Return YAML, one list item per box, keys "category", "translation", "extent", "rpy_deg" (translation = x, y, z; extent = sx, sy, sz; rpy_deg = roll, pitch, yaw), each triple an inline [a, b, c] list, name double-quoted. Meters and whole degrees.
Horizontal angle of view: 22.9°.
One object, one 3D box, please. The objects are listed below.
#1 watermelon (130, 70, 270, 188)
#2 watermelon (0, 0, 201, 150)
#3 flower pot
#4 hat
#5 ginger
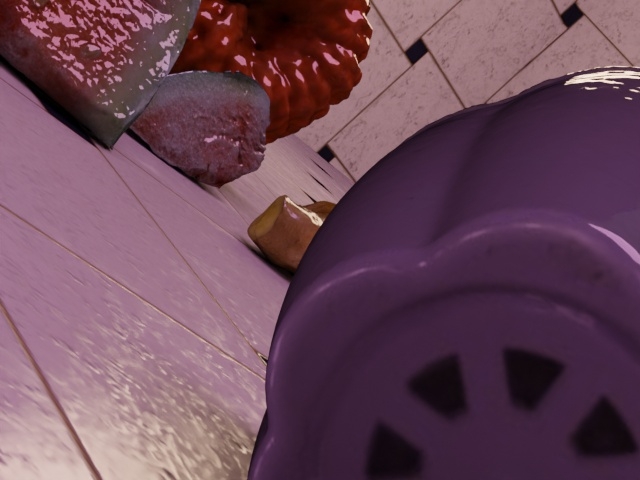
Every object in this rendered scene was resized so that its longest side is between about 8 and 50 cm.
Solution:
- category: "watermelon"
  translation: [-0.122, -0.104, 1.420]
  extent: [0.180, 0.081, 0.094]
  rpy_deg: [15, 57, -42]
- category: "watermelon"
  translation: [-0.227, -0.192, 1.217]
  extent: [0.257, 0.139, 0.193]
  rpy_deg: [31, 1, -24]
- category: "flower pot"
  translation: [0.090, 0.061, 0.615]
  extent: [0.265, 0.265, 0.243]
  rpy_deg: [42, 15, 10]
- category: "hat"
  translation: [-0.140, -0.209, 1.655]
  extent: [0.285, 0.285, 0.400]
  rpy_deg: [41, -25, -13]
- category: "ginger"
  translation: [-0.002, 0.003, 1.446]
  extent: [0.118, 0.065, 0.299]
  rpy_deg: [39, 7, 13]
